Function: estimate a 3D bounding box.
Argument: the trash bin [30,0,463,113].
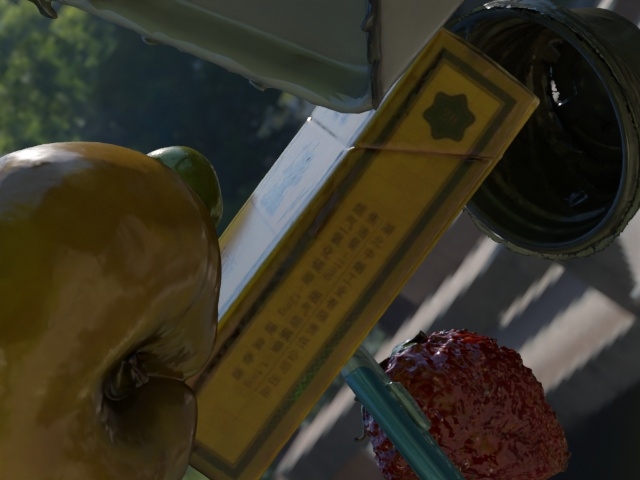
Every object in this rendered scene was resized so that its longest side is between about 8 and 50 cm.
[{"bbox_3d":[0.044,-0.237,0.591,0.368,0.296,0.256,-57,-18,-28],"label":"trash bin"}]

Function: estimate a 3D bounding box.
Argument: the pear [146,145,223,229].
[{"bbox_3d":[-0.120,-0.027,1.396,0.092,0.092,0.097,-56,41,11],"label":"pear"}]

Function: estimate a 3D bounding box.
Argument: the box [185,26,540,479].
[{"bbox_3d":[0.000,0.000,1.105,0.301,0.084,0.193,-53,13,3],"label":"box"}]

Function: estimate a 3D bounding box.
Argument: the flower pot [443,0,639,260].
[{"bbox_3d":[0.212,-0.111,1.482,0.140,0.235,0.235,-29,-17,-41],"label":"flower pot"}]

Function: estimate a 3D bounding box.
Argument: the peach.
[{"bbox_3d":[-0.103,0.047,0.695,0.179,0.103,0.179,16,-90,-73],"label":"peach"}]

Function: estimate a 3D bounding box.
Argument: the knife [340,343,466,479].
[{"bbox_3d":[0.079,0.155,1.304,0.031,0.222,0.064,-40,-7,12],"label":"knife"}]

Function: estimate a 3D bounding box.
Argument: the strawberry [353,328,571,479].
[{"bbox_3d":[0.116,0.154,1.391,0.082,0.187,0.146,-82,15,-76],"label":"strawberry"}]
